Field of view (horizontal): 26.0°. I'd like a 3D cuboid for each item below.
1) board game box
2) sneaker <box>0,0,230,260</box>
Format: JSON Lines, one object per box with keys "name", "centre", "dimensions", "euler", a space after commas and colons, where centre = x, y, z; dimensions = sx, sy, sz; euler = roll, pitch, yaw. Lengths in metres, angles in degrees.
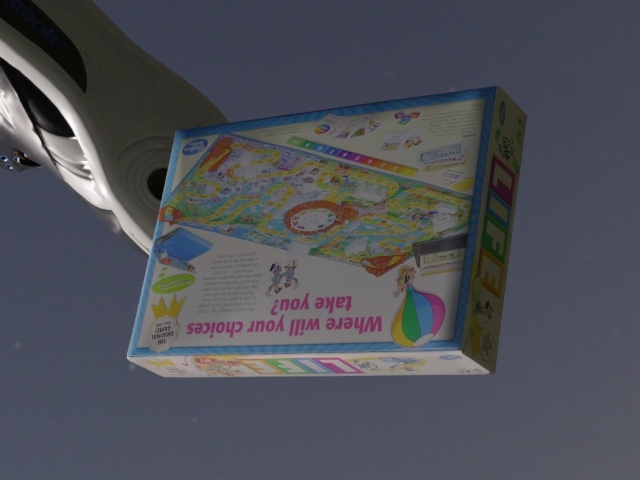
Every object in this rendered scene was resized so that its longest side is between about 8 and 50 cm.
{"name": "board game box", "centre": [0.000, 0.000, 0.539], "dimensions": [0.026, 0.154, 0.104], "euler": [35, -121, -49]}
{"name": "sneaker", "centre": [-0.118, -0.049, 0.744], "dimensions": [0.079, 0.217, 0.121], "euler": [-37, -5, -31]}
